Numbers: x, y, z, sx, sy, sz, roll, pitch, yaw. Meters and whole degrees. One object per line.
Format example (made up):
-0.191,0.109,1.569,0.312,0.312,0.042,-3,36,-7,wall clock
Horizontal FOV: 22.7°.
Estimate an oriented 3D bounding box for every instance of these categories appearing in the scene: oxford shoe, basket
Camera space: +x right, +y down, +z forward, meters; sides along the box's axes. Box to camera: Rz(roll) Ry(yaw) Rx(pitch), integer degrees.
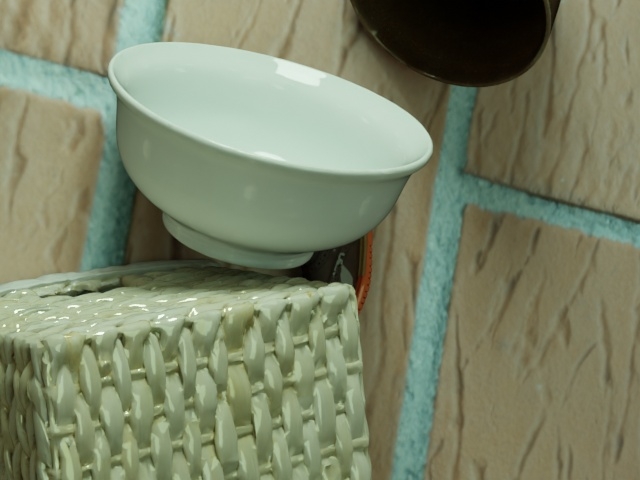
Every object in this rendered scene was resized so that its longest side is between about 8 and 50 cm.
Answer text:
0.000,0.000,1.570,0.098,0.097,0.271,16,77,-16,oxford shoe
-0.152,0.200,1.347,0.328,0.266,0.331,-9,98,-37,basket

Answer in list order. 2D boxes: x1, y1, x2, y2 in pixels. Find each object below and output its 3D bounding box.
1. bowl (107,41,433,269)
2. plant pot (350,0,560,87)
-0.057,-0.064,1.423,0.298,0.298,0.134,-2,117,-36,bowl
0.170,-0.310,1.616,0.215,0.215,0.230,53,49,-25,plant pot
